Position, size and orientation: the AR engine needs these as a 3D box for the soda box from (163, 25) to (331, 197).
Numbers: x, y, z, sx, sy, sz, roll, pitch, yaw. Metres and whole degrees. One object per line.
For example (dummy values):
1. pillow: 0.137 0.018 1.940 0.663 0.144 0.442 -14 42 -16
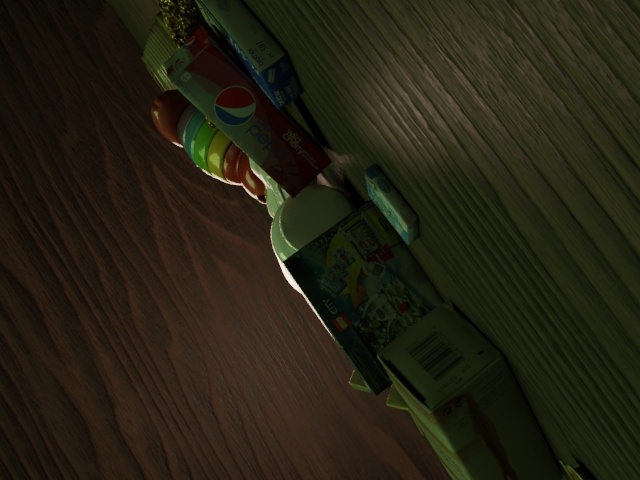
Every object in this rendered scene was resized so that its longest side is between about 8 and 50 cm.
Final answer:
1. soda box: -0.104 -0.183 1.658 0.263 0.083 0.092 43 -172 -29

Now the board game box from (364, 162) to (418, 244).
1. board game box: 0.090 -0.045 1.452 0.090 0.020 0.090 52 174 17

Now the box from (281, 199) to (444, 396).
1. box: 0.074 0.082 1.637 0.233 0.159 0.044 56 175 -7

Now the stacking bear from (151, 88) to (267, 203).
1. stacking bear: -0.153 -0.176 2.125 0.289 0.175 0.164 40 157 35

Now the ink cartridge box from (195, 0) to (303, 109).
1. ink cartridge box: -0.106 -0.282 1.580 0.207 0.046 0.097 52 175 29

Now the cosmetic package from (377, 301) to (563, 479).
1. cosmetic package: 0.213 0.249 1.607 0.153 0.129 0.296 43 168 51

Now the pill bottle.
1. pill bottle: 0.000 0.000 1.832 0.152 0.152 0.272 54 175 12

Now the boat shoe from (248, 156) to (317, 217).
1. boat shoe: -0.046 -0.115 1.930 0.096 0.098 0.277 26 157 24

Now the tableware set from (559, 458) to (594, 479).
1. tableware set: 0.368 0.348 1.452 0.141 0.020 0.168 57 174 -23

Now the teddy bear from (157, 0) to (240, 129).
1. teddy bear: -0.170 -0.302 1.832 0.338 0.113 0.245 -118 2 -67

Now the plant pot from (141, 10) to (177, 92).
1. plant pot: -0.317 -0.382 2.524 0.237 0.109 0.237 53 175 7

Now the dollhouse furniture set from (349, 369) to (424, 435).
1. dollhouse furniture set: 0.159 0.304 2.402 0.151 0.144 0.123 10 152 26
